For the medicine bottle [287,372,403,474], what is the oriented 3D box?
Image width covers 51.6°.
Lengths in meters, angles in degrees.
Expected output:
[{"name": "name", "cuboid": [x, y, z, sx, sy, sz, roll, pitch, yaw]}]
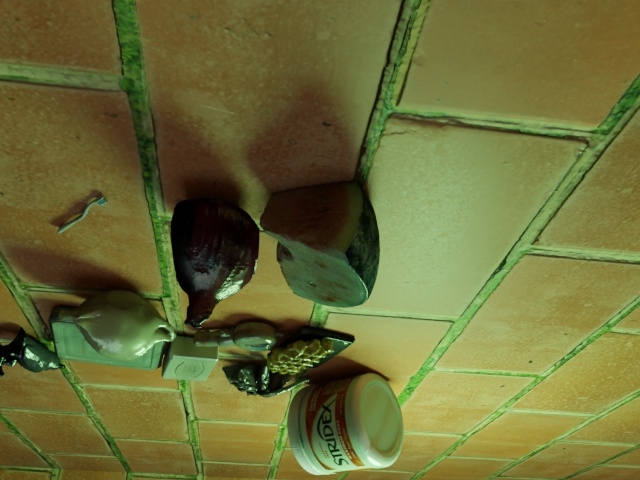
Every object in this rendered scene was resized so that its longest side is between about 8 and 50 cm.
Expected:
[{"name": "medicine bottle", "cuboid": [0.074, 0.513, 1.847, 0.240, 0.253, 0.252, -20, 143, 32]}]

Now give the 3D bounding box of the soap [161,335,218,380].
[{"name": "soap", "cuboid": [-0.336, 0.304, 1.698, 0.121, 0.064, 0.183, 9, 150, -17]}]

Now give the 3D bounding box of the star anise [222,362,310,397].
[{"name": "star anise", "cuboid": [-0.152, 0.380, 1.794, 0.231, 0.089, 0.209, -10, 157, 41]}]

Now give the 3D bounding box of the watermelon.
[{"name": "watermelon", "cuboid": [0.000, 0.000, 1.141, 0.226, 0.148, 0.318, 28, 158, -8]}]

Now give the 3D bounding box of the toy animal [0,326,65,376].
[{"name": "toy animal", "cuboid": [-0.733, 0.269, 1.668, 0.210, 0.121, 0.117, 18, 104, -56]}]

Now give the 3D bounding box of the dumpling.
[{"name": "dumpling", "cuboid": [-0.438, 0.176, 1.428, 0.258, 0.147, 0.193, 14, 179, -30]}]

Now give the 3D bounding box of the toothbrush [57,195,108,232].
[{"name": "toothbrush", "cuboid": [-0.422, -0.045, 1.160, 0.162, 0.014, 0.017, -23, 123, 36]}]

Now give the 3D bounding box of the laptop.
[{"name": "laptop", "cuboid": [-0.024, 0.273, 1.666, 0.153, 0.026, 0.207, 18, 146, -24]}]

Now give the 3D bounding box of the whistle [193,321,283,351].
[{"name": "whistle", "cuboid": [-0.196, 0.234, 1.580, 0.219, 0.057, 0.107, -2, 151, 11]}]

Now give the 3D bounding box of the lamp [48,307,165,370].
[{"name": "lamp", "cuboid": [-0.516, 0.245, 1.622, 0.266, 0.047, 0.269, 10, 148, -11]}]

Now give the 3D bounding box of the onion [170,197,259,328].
[{"name": "onion", "cuboid": [-0.173, 0.042, 1.092, 0.139, 0.218, 0.195, 4, 151, -6]}]

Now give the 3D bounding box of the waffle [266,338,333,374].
[{"name": "waffle", "cuboid": [-0.052, 0.287, 1.625, 0.160, 0.046, 0.192, -6, 153, -6]}]
